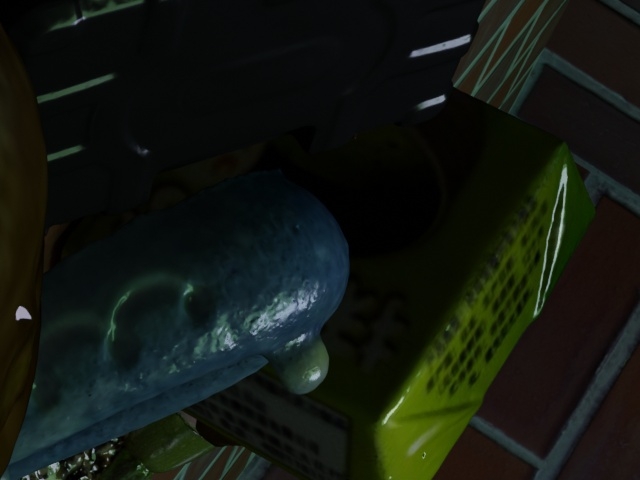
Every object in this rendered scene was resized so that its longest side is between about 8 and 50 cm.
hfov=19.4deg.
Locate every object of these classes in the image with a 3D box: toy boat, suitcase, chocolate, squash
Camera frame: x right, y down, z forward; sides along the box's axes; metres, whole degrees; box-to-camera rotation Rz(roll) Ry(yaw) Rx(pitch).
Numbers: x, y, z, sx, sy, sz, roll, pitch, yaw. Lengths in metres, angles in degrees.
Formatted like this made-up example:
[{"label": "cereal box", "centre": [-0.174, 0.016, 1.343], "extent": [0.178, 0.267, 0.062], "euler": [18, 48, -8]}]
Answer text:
[{"label": "toy boat", "centre": [-0.126, 0.085, 1.066], "extent": [0.330, 0.123, 0.215], "euler": [-30, 171, -1]}, {"label": "suitcase", "centre": [-0.042, -0.105, 0.939], "extent": [0.285, 0.066, 0.206], "euler": [-18, 154, -23]}, {"label": "chocolate", "centre": [0.000, 0.000, 1.315], "extent": [0.289, 0.301, 0.137], "euler": [-55, 159, -21]}, {"label": "squash", "centre": [-0.173, 0.210, 1.922], "extent": [0.132, 0.105, 0.105], "euler": [-44, 176, 14]}]

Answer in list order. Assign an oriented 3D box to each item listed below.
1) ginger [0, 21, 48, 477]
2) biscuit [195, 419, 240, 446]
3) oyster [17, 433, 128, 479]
[{"label": "ginger", "centre": [-0.193, 0.008, 0.422], "extent": [0.269, 0.200, 0.223], "euler": [-20, 131, -3]}, {"label": "biscuit", "centre": [0.018, 0.030, 1.545], "extent": [0.359, 0.046, 0.359], "euler": [-46, -171, 10]}, {"label": "oyster", "centre": [-0.220, 0.185, 1.500], "extent": [0.214, 0.083, 0.223], "euler": [-53, 179, -12]}]
